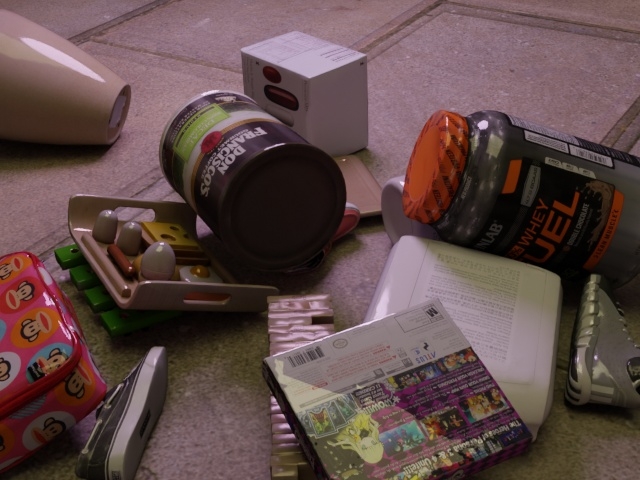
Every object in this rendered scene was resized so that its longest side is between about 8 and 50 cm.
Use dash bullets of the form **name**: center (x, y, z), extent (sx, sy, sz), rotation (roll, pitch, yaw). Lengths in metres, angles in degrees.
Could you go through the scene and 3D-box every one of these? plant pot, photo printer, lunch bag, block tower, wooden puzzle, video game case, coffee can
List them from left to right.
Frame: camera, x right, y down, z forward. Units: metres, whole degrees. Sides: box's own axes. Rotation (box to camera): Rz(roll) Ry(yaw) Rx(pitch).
- **lunch bag**: center (-0.427, 0.164, 1.237), extent (0.258, 0.120, 0.293), rotation (-32, 40, -10)
- **plant pot**: center (-0.525, -0.291, 1.914), extent (0.274, 0.256, 0.256), rotation (18, 34, 2)
- **coffee can**: center (-0.112, -0.098, 1.503), extent (0.202, 0.201, 0.275), rotation (-16, 31, -22)
- **block tower**: center (-0.017, 0.198, 1.203), extent (0.097, 0.091, 0.335), rotation (-3, 32, 0)
- **wooden puzzle**: center (-0.006, -0.080, 1.709), extent (0.239, 0.044, 0.221), rotation (-6, 31, -15)
- **video game case**: center (0.082, 0.182, 1.079), extent (0.232, 0.042, 0.210), rotation (-18, 53, -21)
- **photo printer**: center (0.182, 0.130, 1.268), extent (0.256, 0.107, 0.307), rotation (14, 34, 8)

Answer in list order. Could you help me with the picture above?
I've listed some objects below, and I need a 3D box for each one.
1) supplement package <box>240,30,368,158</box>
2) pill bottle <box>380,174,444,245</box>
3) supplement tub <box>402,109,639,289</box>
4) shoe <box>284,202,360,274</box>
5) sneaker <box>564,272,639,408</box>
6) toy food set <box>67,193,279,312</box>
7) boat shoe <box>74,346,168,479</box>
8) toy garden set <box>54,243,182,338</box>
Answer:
- **supplement package**: center (-0.030, -0.272, 1.870), extent (0.149, 0.194, 0.203), rotation (-28, 39, -34)
- **pill bottle**: center (0.225, -0.061, 1.571), extent (0.229, 0.131, 0.131), rotation (-14, 34, -19)
- **supplement tub**: center (0.304, -0.064, 1.414), extent (0.338, 0.207, 0.207), rotation (15, 30, -11)
- **shoe**: center (0.000, 0.000, 1.557), extent (0.178, 0.063, 0.081), rotation (-22, 38, -20)
- **sneaker**: center (0.403, 0.141, 1.295), extent (0.132, 0.086, 0.228), rotation (12, 44, 13)
- **toy food set**: center (-0.225, 0.010, 1.450), extent (0.220, 0.092, 0.306), rotation (4, 24, -34)
- **boat shoe**: center (-0.244, 0.209, 1.211), extent (0.070, 0.077, 0.219), rotation (4, 34, 7)
- **toy garden set**: center (-0.348, 0.087, 1.447), extent (0.204, 0.049, 0.244), rotation (-17, 35, -26)
